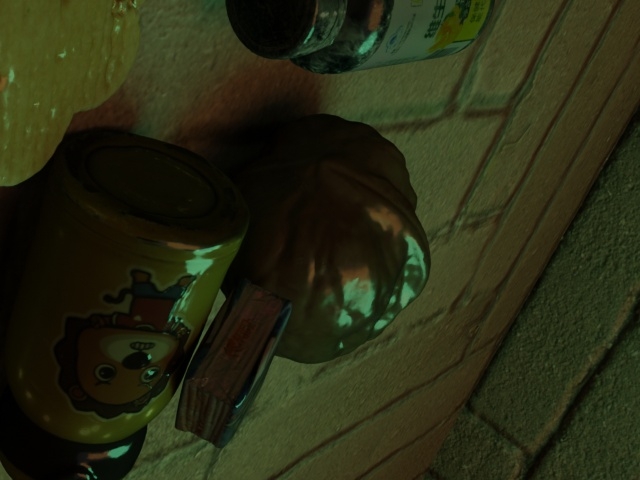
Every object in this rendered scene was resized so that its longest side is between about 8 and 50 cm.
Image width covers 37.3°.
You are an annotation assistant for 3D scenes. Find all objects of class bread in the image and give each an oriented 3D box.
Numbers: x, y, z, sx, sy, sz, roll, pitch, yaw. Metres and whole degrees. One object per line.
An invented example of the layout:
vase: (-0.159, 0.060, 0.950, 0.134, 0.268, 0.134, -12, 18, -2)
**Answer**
bread: (-0.188, -0.173, 0.605, 0.316, 0.054, 0.316, -59, 167, -22)

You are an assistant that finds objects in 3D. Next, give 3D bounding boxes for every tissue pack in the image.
tissue pack: (-0.084, 0.118, 0.889, 0.155, 0.065, 0.115, 110, 7, -61)

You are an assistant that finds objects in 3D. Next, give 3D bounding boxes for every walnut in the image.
walnut: (-0.002, 0.002, 1.024, 0.273, 0.227, 0.273, -42, 159, -20)

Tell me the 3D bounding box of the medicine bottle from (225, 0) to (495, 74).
medicine bottle: (0.042, -0.233, 0.896, 0.293, 0.141, 0.141, -21, 140, -50)

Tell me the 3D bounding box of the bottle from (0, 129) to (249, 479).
bottle: (-0.196, 0.091, 0.861, 0.171, 0.171, 0.351, -18, 138, -52)
